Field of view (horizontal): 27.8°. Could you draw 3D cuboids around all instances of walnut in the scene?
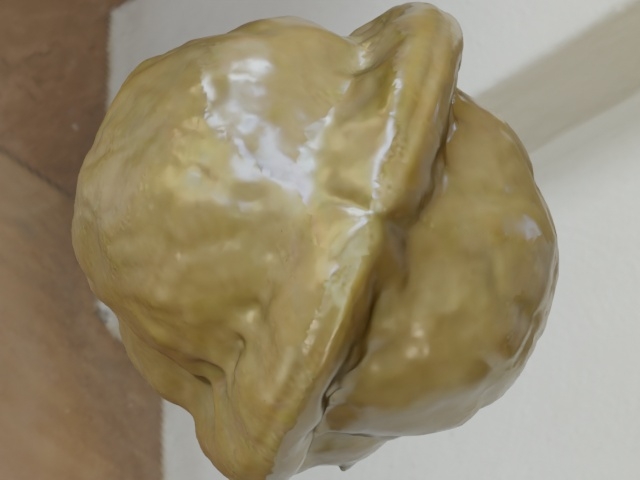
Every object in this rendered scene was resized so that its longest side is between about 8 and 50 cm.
[{"bbox_3d":[-0.008,-0.001,0.940,0.383,0.384,0.383,42,31,-33],"label":"walnut"}]
